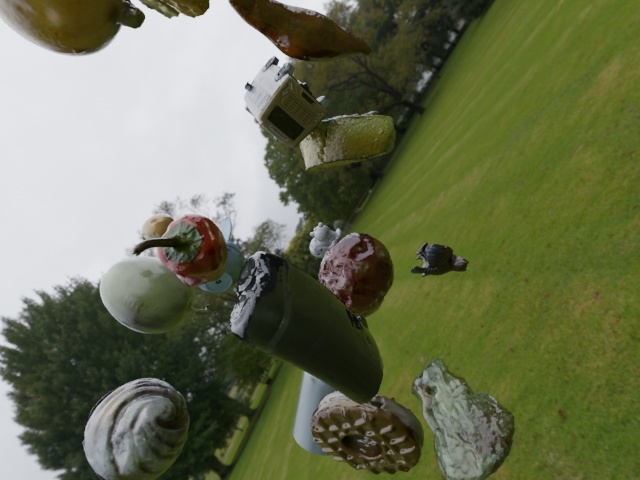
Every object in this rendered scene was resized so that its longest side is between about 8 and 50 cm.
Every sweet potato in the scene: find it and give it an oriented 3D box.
[{"bbox_3d":[-0.042,-0.470,0.955,0.112,0.359,0.112,-175,90,-67],"label":"sweet potato"}]

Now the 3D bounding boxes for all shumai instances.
[{"bbox_3d":[0.320,0.434,1.019,0.222,0.204,0.272,-49,6,8],"label":"shumai"}]

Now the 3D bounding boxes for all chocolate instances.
[{"bbox_3d":[-0.505,0.528,1.223,0.213,0.303,0.303,-45,9,35],"label":"chocolate"}]

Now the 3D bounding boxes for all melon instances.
[{"bbox_3d":[-0.563,0.180,1.385,0.272,0.308,0.271,6,-90,-75],"label":"melon"}]

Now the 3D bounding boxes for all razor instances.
[{"bbox_3d":[-0.012,0.165,0.796,0.113,0.349,0.204,-41,30,22],"label":"razor"}]

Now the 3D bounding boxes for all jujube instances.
[{"bbox_3d":[0.131,0.143,1.572,0.276,0.277,0.376,-59,-11,-26],"label":"jujube"}]

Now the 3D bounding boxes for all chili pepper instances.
[{"bbox_3d":[-0.258,0.011,0.851,0.338,0.131,0.134,120,157,-74],"label":"chili pepper"}]

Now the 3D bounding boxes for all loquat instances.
[{"bbox_3d":[-0.604,-0.605,1.009,0.328,0.360,0.328,-156,90,-80],"label":"loquat"}]

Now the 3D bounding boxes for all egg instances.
[{"bbox_3d":[-0.409,-0.029,1.067,0.080,0.080,0.096,124,168,-48],"label":"egg"}]

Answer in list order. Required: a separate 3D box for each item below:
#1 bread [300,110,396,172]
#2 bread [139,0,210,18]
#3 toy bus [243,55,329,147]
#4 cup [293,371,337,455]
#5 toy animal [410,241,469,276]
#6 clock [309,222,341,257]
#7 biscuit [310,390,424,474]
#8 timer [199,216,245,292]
[{"bbox_3d":[0.075,-0.264,1.102,0.257,0.124,0.186,-10,9,22],"label":"bread"},{"bbox_3d":[-0.350,-0.586,0.725,0.375,0.165,0.236,0,-78,-63],"label":"bread"},{"bbox_3d":[-0.098,-0.344,1.042,0.157,0.139,0.289,-48,33,10],"label":"toy bus"},{"bbox_3d":[0.023,0.556,1.464,0.205,0.206,0.312,-66,-16,-75],"label":"cup"},{"bbox_3d":[0.425,0.092,1.487,0.218,0.180,0.116,79,-147,-58],"label":"toy animal"},{"bbox_3d":[0.000,0.000,1.869,0.176,0.117,0.080,-54,22,33],"label":"clock"},{"bbox_3d":[0.130,0.544,1.182,0.332,0.332,0.103,-57,4,40],"label":"biscuit"},{"bbox_3d":[-0.299,0.055,1.246,0.175,0.175,0.255,-58,13,15],"label":"timer"}]
